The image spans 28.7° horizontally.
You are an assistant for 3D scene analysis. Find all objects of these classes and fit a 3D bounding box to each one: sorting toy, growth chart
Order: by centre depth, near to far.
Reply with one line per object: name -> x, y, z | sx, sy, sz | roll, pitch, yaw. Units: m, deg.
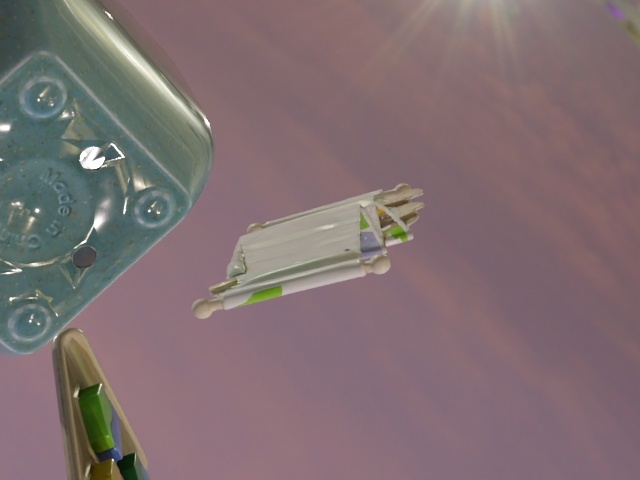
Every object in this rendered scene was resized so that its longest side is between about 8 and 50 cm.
sorting toy -> -0.151, 0.194, 0.936 | 0.208, 0.038, 0.193 | -104, -1, -48
growth chart -> 0.000, 0.000, 1.005 | 0.237, 0.172, 0.021 | -68, -35, -73

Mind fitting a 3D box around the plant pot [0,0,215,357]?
plant pot -> -0.212, -0.069, 0.818 | 0.248, 0.247, 0.252 | 48, 179, -37
